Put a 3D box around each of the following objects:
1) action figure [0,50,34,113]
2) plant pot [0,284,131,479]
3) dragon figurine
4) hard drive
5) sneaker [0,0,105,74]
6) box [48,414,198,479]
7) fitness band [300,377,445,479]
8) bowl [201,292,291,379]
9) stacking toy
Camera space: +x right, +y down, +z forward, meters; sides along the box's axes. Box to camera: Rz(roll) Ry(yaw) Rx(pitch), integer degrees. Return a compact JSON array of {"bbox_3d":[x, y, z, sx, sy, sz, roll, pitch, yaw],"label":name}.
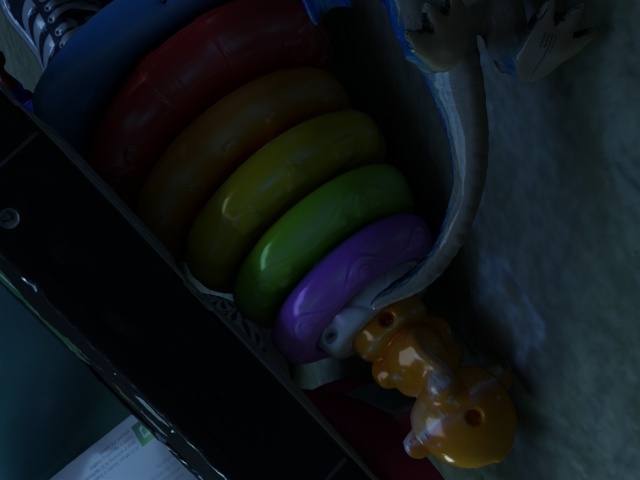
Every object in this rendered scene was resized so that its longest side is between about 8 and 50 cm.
[{"bbox_3d":[-0.311,-0.164,1.231,0.280,0.091,0.139,-77,-22,-66],"label":"action figure"},{"bbox_3d":[-0.277,0.086,1.175,0.293,0.293,0.235,54,130,41],"label":"plant pot"},{"bbox_3d":[0.040,-0.128,0.476,0.144,0.085,0.289,-135,40,-55],"label":"dragon figurine"},{"bbox_3d":[-0.110,0.050,0.666,0.339,0.064,0.237,47,165,-16],"label":"hard drive"},{"bbox_3d":[-0.230,-0.197,1.096,0.153,0.099,0.282,-19,88,68],"label":"sneaker"},{"bbox_3d":[-0.138,0.332,1.016,0.322,0.232,0.058,56,-166,17],"label":"box"},{"bbox_3d":[0.040,0.199,0.760,0.291,0.054,0.209,176,78,-70],"label":"fitness band"},{"bbox_3d":[-0.074,0.111,0.944,0.170,0.080,0.170,165,90,-69],"label":"bowl"},{"bbox_3d":[0.000,0.000,0.626,0.302,0.175,0.166,49,166,18],"label":"stacking toy"}]
